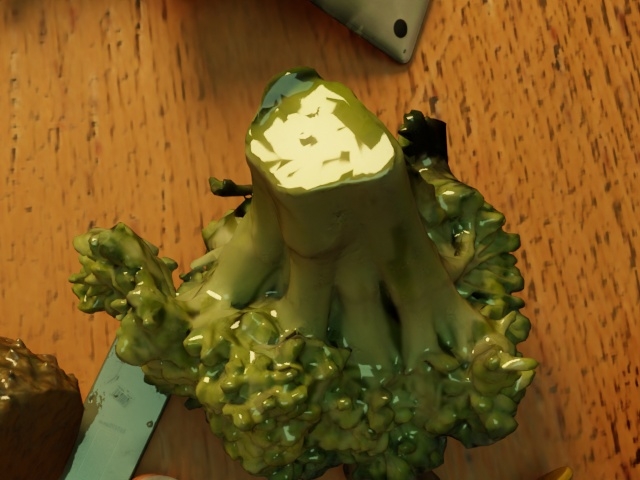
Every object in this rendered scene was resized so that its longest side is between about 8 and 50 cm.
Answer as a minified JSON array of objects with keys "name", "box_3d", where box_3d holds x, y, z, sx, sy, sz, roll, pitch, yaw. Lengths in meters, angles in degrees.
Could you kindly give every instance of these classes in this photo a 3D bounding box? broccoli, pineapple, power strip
[{"name":"broccoli","box_3d":[0.000,0.000,0.512,0.263,0.243,0.246,19,64,13]},{"name":"pineapple","box_3d":[-0.265,0.071,0.538,0.251,0.125,0.125,22,76,10]},{"name":"power strip","box_3d":[-0.125,0.110,0.585,0.051,0.019,0.136,23,76,0]}]

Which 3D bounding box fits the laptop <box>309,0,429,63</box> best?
[{"name":"laptop","box_3d":[-0.007,-0.256,0.607,0.269,0.015,0.187,27,75,-36]}]

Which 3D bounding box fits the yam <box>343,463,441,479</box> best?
[{"name":"yam","box_3d":[0.089,0.215,0.575,0.057,0.057,0.241,-33,86,-13]}]

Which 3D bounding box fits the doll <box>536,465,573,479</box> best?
[{"name":"doll","box_3d":[0.180,0.200,0.578,0.084,0.073,0.127,-32,81,-16]}]

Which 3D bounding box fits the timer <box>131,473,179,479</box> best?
[{"name":"timer","box_3d":[-0.045,0.268,0.475,0.257,0.161,0.250,33,34,3]}]
